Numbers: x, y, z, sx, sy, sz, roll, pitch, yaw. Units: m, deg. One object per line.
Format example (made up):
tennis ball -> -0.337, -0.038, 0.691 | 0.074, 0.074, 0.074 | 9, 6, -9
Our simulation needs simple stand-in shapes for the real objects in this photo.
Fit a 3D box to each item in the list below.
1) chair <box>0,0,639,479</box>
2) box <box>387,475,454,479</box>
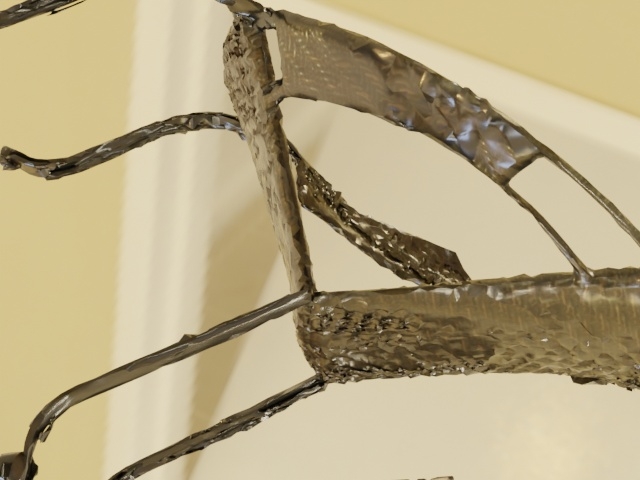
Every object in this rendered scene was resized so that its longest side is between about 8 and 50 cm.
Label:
chair -> 0.000, 0.000, 0.557 | 0.174, 0.213, 0.149 | 83, 179, -70
box -> -0.055, 0.176, 0.803 | 0.033, 0.247, 0.129 | 92, 174, -59
